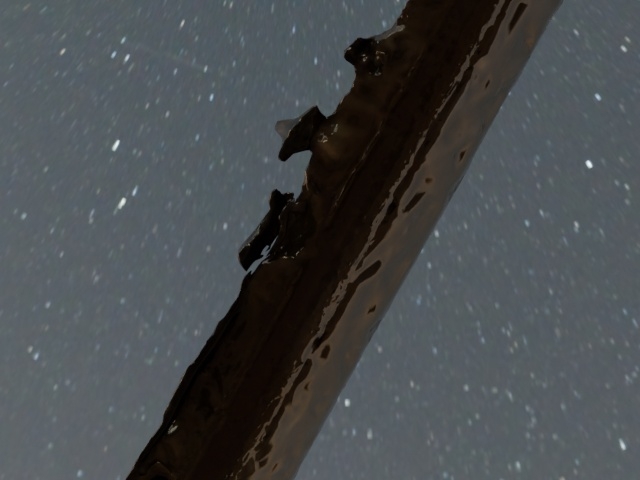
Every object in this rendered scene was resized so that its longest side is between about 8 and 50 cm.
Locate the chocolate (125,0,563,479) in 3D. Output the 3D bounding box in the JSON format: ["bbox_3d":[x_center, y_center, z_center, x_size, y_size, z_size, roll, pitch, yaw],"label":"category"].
[{"bbox_3d":[0.006,0.003,0.520,0.065,0.102,0.329,29,-86,10],"label":"chocolate"}]
